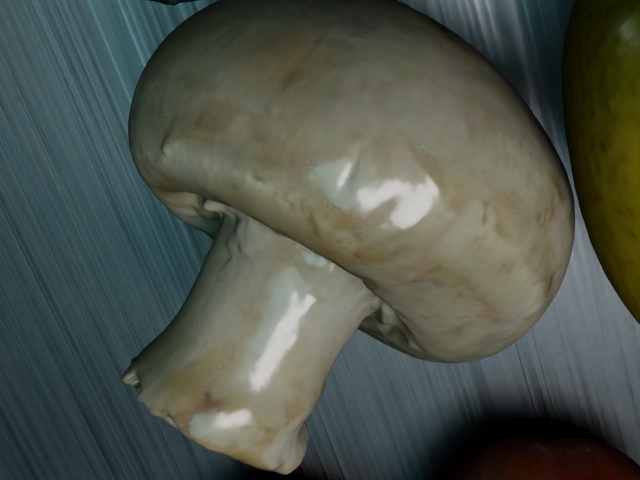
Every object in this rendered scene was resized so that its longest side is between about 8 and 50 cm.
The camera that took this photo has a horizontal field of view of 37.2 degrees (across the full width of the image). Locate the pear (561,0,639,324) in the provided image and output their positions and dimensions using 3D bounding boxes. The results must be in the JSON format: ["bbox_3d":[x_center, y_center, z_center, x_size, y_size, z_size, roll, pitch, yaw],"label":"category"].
[{"bbox_3d":[0.269,-0.047,0.584,0.191,0.340,0.386,-25,139,37],"label":"pear"}]

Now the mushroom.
[{"bbox_3d":[0.000,0.000,0.601,0.297,0.297,0.290,30,79,-9],"label":"mushroom"}]

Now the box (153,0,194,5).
[{"bbox_3d":[-0.071,-0.259,0.591,0.129,0.148,0.210,-5,114,-5],"label":"box"}]

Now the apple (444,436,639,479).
[{"bbox_3d":[0.187,0.271,0.770,0.234,0.234,0.234,2,115,4],"label":"apple"}]
